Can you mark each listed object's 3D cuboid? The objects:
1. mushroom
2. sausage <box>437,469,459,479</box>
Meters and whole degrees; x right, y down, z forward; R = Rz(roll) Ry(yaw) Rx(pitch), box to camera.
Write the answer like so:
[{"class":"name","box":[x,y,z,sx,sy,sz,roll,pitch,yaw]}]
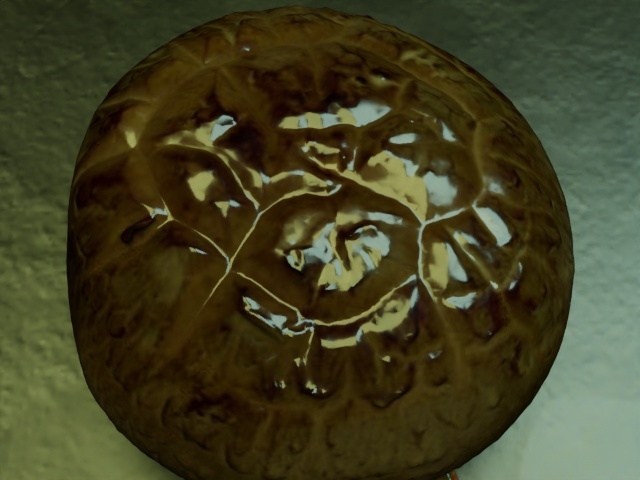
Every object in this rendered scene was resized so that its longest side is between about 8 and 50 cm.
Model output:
[{"class":"mushroom","box":[0.000,0.000,0.522,0.253,0.153,0.253,3,63,-6]},{"class":"sausage","box":[0.063,0.123,0.539,0.015,0.015,0.100,-20,68,-9]}]
